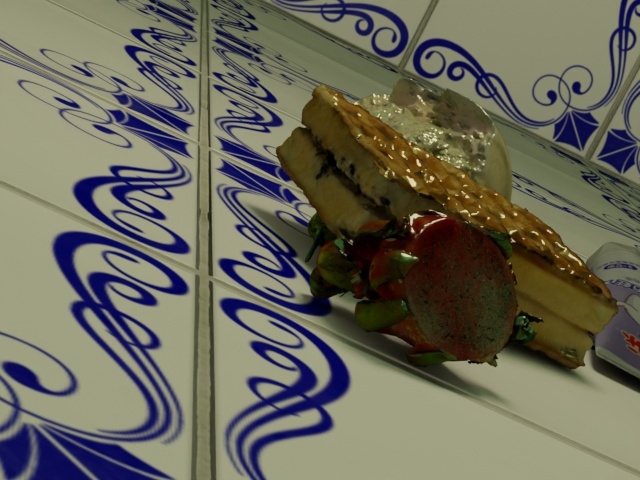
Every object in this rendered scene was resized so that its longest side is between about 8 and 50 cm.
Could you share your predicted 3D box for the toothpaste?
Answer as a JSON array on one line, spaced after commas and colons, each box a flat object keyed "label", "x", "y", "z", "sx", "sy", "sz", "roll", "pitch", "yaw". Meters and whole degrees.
[{"label": "toothpaste", "x": 0.338, "y": 0.093, "z": 1.730, "sx": 0.125, "sy": 0.080, "sz": 0.371, "roll": 30, "pitch": 18, "yaw": -4}]

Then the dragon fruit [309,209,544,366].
[{"label": "dragon fruit", "x": 0.080, "y": 0.030, "z": 1.263, "sx": 0.175, "sy": 0.142, "sz": 0.138, "roll": 10, "pitch": 37, "yaw": 31}]

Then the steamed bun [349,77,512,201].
[{"label": "steamed bun", "x": 0.091, "y": -0.094, "z": 1.715, "sx": 0.200, "sy": 0.170, "sz": 0.225, "roll": 11, "pitch": 17, "yaw": -39}]

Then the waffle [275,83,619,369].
[{"label": "waffle", "x": 0.121, "y": -0.008, "z": 1.489, "sx": 0.308, "sy": 0.091, "sz": 0.213, "roll": 27, "pitch": 15, "yaw": -31}]

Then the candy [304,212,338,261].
[{"label": "candy", "x": 0.000, "y": 0.000, "z": 1.449, "sx": 0.035, "sy": 0.035, "sz": 0.123, "roll": 44, "pitch": 18, "yaw": -5}]
